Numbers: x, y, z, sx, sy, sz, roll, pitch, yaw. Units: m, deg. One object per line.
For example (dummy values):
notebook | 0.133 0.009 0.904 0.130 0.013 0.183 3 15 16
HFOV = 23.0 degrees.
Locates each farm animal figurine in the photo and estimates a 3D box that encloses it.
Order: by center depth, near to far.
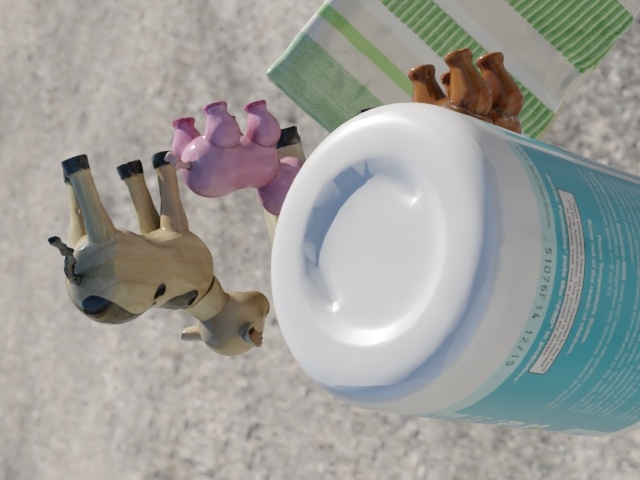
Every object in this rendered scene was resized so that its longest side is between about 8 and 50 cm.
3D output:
farm animal figurine | 0.000 0.000 1.131 0.327 0.330 0.172 33 -139 -81

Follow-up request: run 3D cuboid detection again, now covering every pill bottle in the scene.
pill bottle | 0.111 0.025 0.810 0.146 0.264 0.146 -11 73 42

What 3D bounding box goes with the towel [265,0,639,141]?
towel | 0.139 -0.194 1.453 0.325 0.248 0.038 -51 16 -9
